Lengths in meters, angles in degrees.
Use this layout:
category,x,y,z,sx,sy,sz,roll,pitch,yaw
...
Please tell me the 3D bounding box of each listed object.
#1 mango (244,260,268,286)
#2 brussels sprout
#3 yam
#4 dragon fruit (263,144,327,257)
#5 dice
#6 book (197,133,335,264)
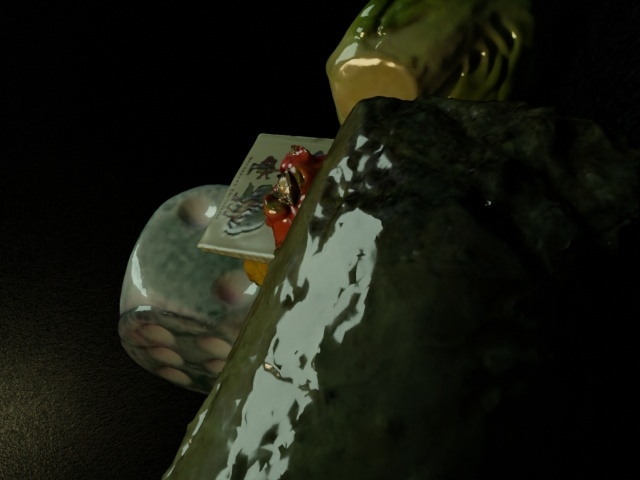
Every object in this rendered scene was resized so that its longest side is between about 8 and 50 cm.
category,x,y,z,sx,sy,sz,roll,pitch,yaw
mango,0.000,0.000,1.470,0.257,0.187,0.138,-44,-6,-27
brussels sprout,0.147,-0.207,0.977,0.294,0.227,0.259,-33,-23,-39
yam,0.043,0.086,0.388,0.300,0.195,0.195,-63,4,-11
dragon fruit,0.031,-0.022,1.128,0.224,0.227,0.224,-160,90,-88
dice,-0.196,0.113,1.659,0.328,0.331,0.348,89,-159,-54
book,-0.014,-0.065,1.362,0.043,0.371,0.260,52,-124,-47
